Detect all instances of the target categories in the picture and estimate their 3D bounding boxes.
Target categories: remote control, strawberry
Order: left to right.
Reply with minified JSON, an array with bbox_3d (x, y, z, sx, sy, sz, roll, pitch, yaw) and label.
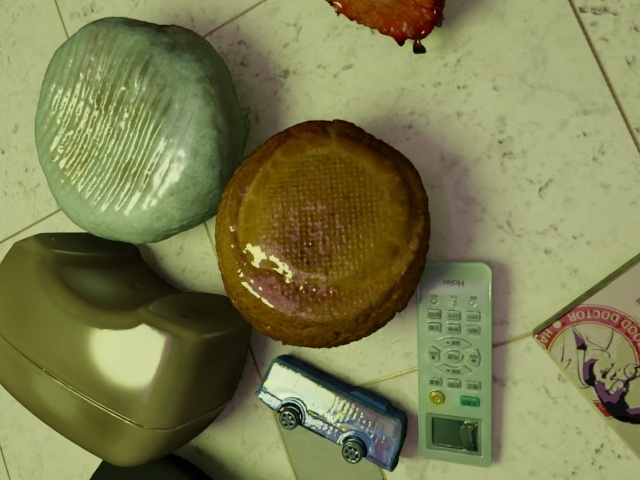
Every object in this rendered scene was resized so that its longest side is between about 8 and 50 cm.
[{"bbox_3d":[0.103,-0.393,0.692,0.234,0.234,0.178,33,82,17],"label":"strawberry"},{"bbox_3d":[0.193,0.175,0.746,0.103,0.051,0.292,1,95,21],"label":"remote control"}]

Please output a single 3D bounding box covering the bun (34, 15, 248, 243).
[{"bbox_3d":[-0.274,-0.171,0.826,0.363,0.211,0.361,2,95,20],"label":"bun"}]

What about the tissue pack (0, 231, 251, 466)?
[{"bbox_3d":[-0.327,0.169,0.822,0.388,0.267,0.276,25,96,17],"label":"tissue pack"}]

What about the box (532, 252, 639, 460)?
[{"bbox_3d":[0.474,0.094,0.633,0.353,0.069,0.214,-42,77,18],"label":"box"}]

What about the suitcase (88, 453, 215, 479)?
[{"bbox_3d":[-0.279,0.517,0.788,0.340,0.188,0.345,16,66,30],"label":"suitcase"}]

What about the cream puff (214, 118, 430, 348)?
[{"bbox_3d":[0.000,0.000,0.718,0.304,0.212,0.302,0,78,-2],"label":"cream puff"}]

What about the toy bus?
[{"bbox_3d":[0.019,0.259,0.796,0.237,0.079,0.094,21,97,19],"label":"toy bus"}]
